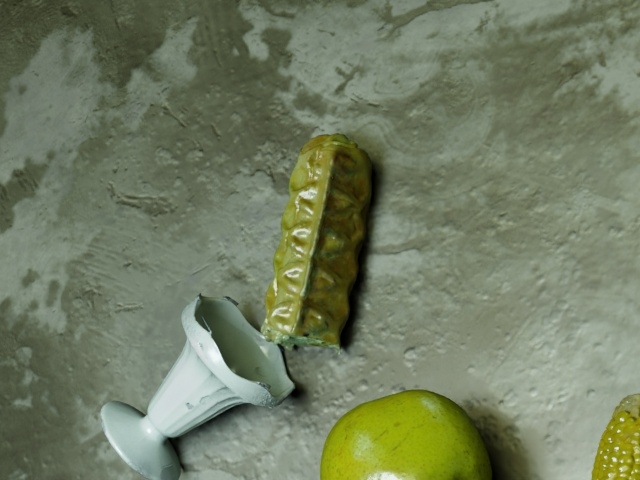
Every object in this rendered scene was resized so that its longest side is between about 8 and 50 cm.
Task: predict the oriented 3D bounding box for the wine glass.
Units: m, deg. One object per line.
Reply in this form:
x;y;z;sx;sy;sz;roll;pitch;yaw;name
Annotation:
-0.148;0.182;1.704;0.196;0.165;0.165;-46;57;13;wine glass

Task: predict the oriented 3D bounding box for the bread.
-0.001;0.000;1.728;0.098;0.087;0.270;3;74;29;bread

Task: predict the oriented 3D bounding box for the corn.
0.311;0.284;1.455;0.097;0.097;0.262;1;71;28;corn

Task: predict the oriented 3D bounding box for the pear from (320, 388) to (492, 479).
0.093;0.257;1.534;0.198;0.198;0.198;-10;68;24;pear
